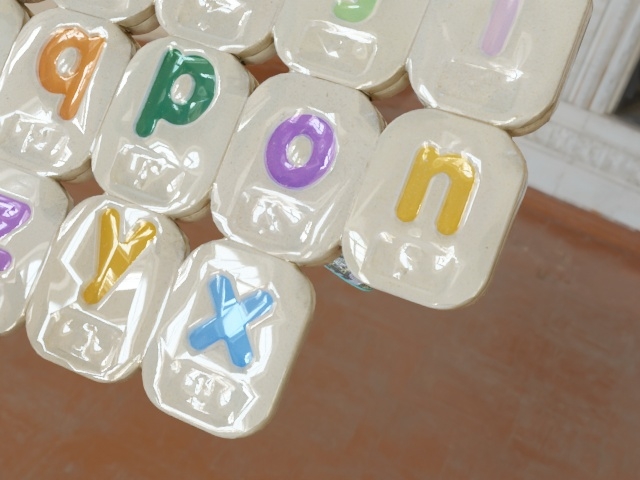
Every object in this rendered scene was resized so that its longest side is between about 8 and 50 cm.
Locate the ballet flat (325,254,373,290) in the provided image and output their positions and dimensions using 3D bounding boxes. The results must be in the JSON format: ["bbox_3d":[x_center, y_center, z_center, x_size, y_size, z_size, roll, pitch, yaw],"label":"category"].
[{"bbox_3d":[0.000,0.000,0.866,0.114,0.041,0.041,24,30,14],"label":"ballet flat"}]

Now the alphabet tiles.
[{"bbox_3d":[-0.045,-0.076,0.441,0.284,0.278,0.021,18,-6,22],"label":"alphabet tiles"}]
